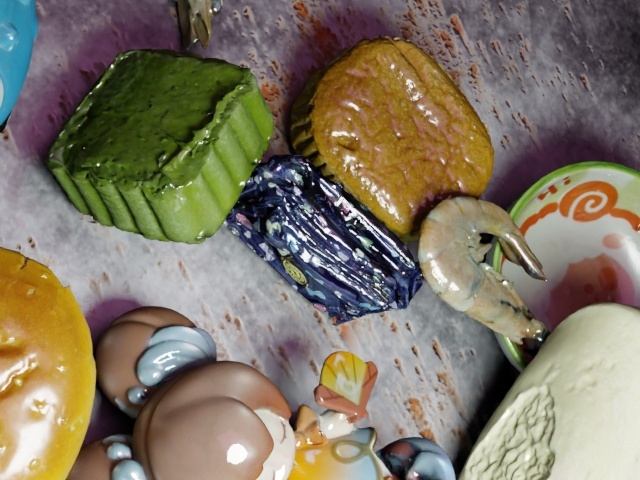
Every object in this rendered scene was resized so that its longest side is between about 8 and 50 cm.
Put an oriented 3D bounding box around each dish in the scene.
[{"bbox_3d":[0.343,0.064,1.945,0.324,0.124,0.324,3,83,-21],"label":"dish"}]

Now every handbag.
[{"bbox_3d":[0.000,0.000,1.749,0.260,0.162,0.113,41,62,-18],"label":"handbag"}]

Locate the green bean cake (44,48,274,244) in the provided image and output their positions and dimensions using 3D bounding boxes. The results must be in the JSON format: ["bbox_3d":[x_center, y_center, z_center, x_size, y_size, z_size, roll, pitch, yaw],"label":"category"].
[{"bbox_3d":[-0.178,-0.112,1.656,0.214,0.200,0.113,-62,152,-27],"label":"green bean cake"}]

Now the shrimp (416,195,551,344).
[{"bbox_3d":[0.212,0.036,1.792,0.254,0.059,0.145,28,67,-29],"label":"shrimp"}]

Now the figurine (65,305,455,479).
[{"bbox_3d":[-0.068,0.242,1.640,0.388,0.248,0.277,25,66,-32],"label":"figurine"}]

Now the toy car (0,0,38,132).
[{"bbox_3d":[-0.393,-0.231,1.569,0.188,0.190,0.255,15,75,-26],"label":"toy car"}]

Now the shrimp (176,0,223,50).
[{"bbox_3d":[-0.197,-0.379,1.761,0.168,0.077,0.317,-15,88,-41],"label":"shrimp"}]

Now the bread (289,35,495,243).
[{"bbox_3d":[0.088,-0.125,1.836,0.227,0.142,0.253,-36,99,-22],"label":"bread"}]

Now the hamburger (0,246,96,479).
[{"bbox_3d":[-0.380,0.152,1.507,0.290,0.170,0.314,12,75,-16],"label":"hamburger"}]

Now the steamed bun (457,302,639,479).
[{"bbox_3d":[0.391,0.328,1.757,0.371,0.290,0.456,22,100,-26],"label":"steamed bun"}]
